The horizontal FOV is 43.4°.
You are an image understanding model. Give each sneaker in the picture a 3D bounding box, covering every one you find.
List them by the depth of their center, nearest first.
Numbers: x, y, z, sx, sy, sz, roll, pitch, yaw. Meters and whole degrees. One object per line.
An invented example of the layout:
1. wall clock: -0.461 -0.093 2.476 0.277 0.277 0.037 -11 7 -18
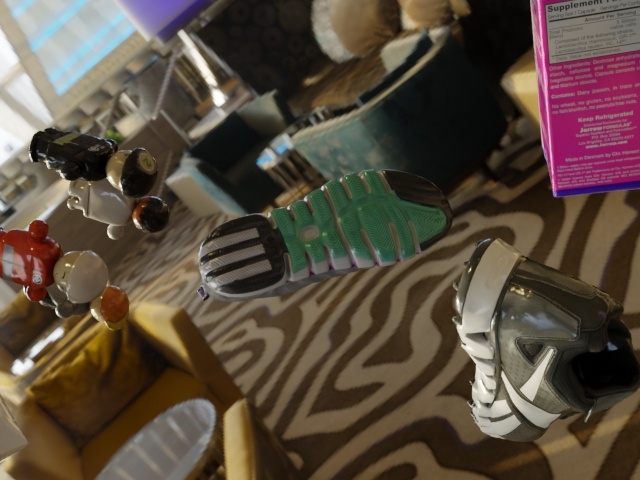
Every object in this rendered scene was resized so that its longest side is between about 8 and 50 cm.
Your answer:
1. sneaker: 0.155 0.090 0.532 0.106 0.234 0.078 18 63 28
2. sneaker: 0.000 0.000 0.692 0.224 0.083 0.098 -12 -14 -18

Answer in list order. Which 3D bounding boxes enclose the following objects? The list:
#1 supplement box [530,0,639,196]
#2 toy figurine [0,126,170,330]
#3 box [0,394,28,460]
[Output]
1. supplement box: 0.275 -0.168 0.801 0.114 0.219 0.111 -6 31 12
2. toy figurine: -0.276 -0.010 0.967 0.209 0.148 0.212 86 -157 -68
3. box: -0.561 0.246 0.919 0.345 0.215 0.168 -33 -5 5
